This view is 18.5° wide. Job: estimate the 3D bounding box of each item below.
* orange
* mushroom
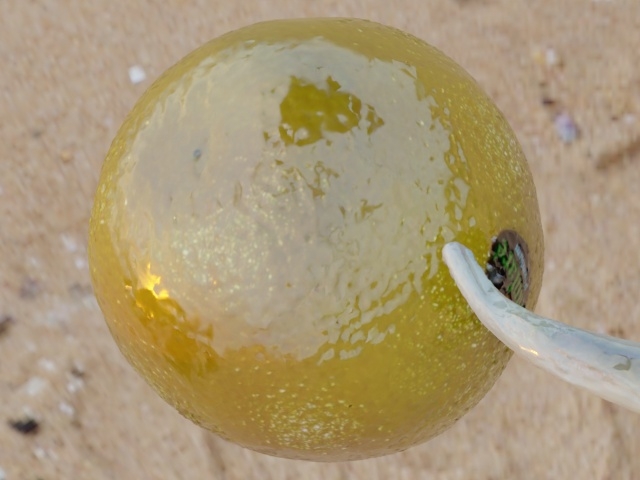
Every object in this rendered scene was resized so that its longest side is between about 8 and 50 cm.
[{"bbox_3d":[0.000,0.000,0.960,0.236,0.236,0.236,-3,63,7],"label":"orange"},{"bbox_3d":[0.132,0.098,0.453,0.068,0.043,0.306,-17,57,-24],"label":"mushroom"}]
